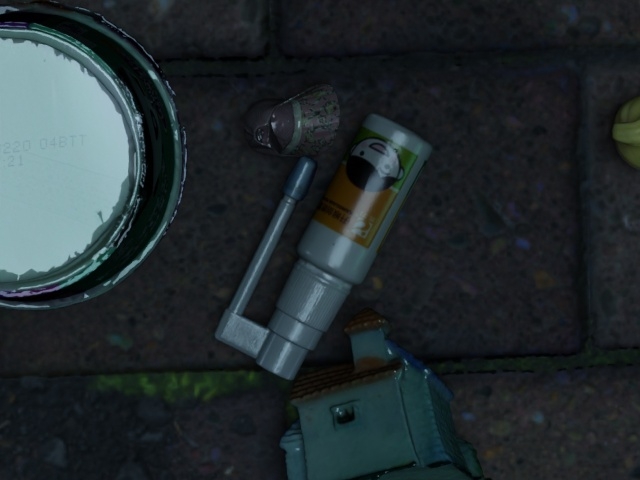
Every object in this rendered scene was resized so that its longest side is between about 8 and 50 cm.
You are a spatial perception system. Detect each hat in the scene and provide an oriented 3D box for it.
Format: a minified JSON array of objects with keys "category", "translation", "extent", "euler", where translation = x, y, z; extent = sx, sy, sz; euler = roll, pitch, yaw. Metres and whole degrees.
[{"category":"hat","translation":[-0.026,-0.096,1.405],"extent":[0.087,0.042,0.058],"euler":[-28,123,-32]}]

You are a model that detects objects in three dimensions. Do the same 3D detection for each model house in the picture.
[{"category":"model house","translation":[0.042,0.133,1.399],"extent":[0.148,0.119,0.148],"euler":[-15,70,18]}]

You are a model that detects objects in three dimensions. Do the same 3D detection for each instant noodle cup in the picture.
[{"category":"instant noodle cup","translation":[-0.222,-0.062,1.310],"extent":[0.251,0.190,0.251],"euler":[0,93,-5]}]

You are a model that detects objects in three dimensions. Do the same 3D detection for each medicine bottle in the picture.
[{"category":"medicine bottle","translation":[0.000,0.000,1.399],"extent":[0.092,0.061,0.220],"euler":[28,92,0]}]

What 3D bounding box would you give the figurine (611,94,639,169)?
[{"category":"figurine","translation":[0.315,-0.102,1.418],"extent":[0.187,0.083,0.083],"euler":[-11,95,-14]}]
